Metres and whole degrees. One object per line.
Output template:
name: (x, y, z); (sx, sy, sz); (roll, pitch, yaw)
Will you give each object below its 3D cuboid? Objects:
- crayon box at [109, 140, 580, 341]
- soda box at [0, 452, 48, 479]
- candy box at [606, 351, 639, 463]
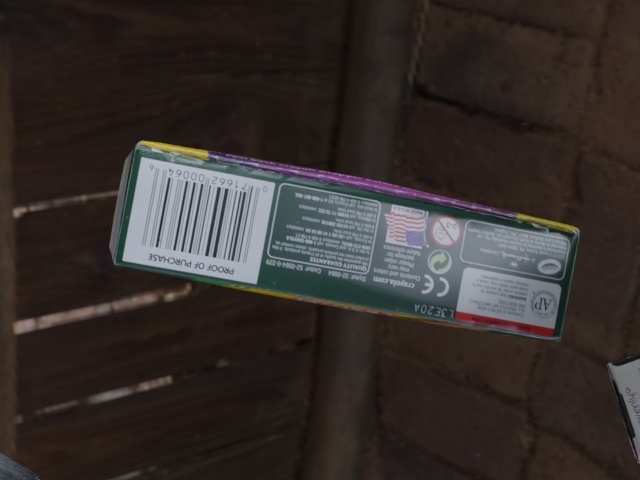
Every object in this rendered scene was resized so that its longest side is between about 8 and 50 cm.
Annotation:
crayon box: (0.000, 0.000, 1.132); (0.313, 0.363, 0.106); (-175, 96, -80)
soda box: (-0.331, 0.204, 1.129); (0.169, 0.060, 0.053); (35, 133, -15)
candy box: (0.322, 0.083, 0.802); (0.233, 0.159, 0.071); (-24, 64, 26)
